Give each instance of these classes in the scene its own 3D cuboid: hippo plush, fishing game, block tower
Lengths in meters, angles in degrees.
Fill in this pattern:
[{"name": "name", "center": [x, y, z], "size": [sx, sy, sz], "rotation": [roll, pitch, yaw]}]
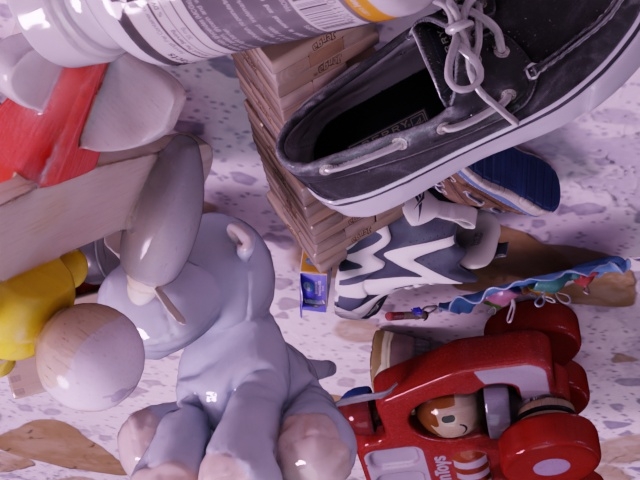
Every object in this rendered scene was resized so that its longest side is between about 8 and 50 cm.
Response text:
[{"name": "hippo plush", "center": [-0.073, 0.099, 1.794], "size": [0.294, 0.236, 0.234], "rotation": [-25, -158, -26]}, {"name": "fishing game", "center": [0.200, 0.051, 1.827], "size": [0.264, 0.041, 0.189], "rotation": [-15, 175, 16]}, {"name": "block tower", "center": [-0.002, -0.101, 1.545], "size": [0.097, 0.091, 0.335], "rotation": [-29, 154, -10]}]

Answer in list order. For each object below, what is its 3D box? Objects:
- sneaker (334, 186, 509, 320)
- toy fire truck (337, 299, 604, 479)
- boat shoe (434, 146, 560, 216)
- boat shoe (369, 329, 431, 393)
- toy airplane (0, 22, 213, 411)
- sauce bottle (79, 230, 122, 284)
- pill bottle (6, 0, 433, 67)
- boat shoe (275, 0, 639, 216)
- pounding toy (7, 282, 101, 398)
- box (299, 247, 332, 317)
[{"name": "sneaker", "center": [0.093, 0.015, 1.793], "size": [0.153, 0.094, 0.235], "rotation": [8, 149, 5]}, {"name": "toy fire truck", "center": [0.154, 0.194, 2.004], "size": [0.254, 0.169, 0.302], "rotation": [-10, 147, 7]}, {"name": "boat shoe", "center": [0.129, -0.060, 1.666], "size": [0.066, 0.066, 0.183], "rotation": [-14, 147, 37]}, {"name": "boat shoe", "center": [0.104, 0.168, 2.117], "size": [0.073, 0.080, 0.223], "rotation": [4, 150, 15]}, {"name": "toy airplane", "center": [-0.219, 0.003, 1.532], "size": [0.386, 0.272, 0.384], "rotation": [-36, 172, -15]}, {"name": "sauce bottle", "center": [-0.355, 0.015, 1.865], "size": [0.344, 0.111, 0.111], "rotation": [-5, 152, 20]}, {"name": "pill bottle", "center": [-0.066, -0.204, 1.309], "size": [0.278, 0.162, 0.162], "rotation": [-9, 150, 28]}, {"name": "boat shoe", "center": [0.105, -0.128, 1.404], "size": [0.306, 0.113, 0.105], "rotation": [-26, 151, 18]}, {"name": "pounding toy", "center": [-0.225, 0.070, 1.961], "size": [0.181, 0.094, 0.206], "rotation": [-15, -170, -3]}, {"name": "box", "center": [0.000, 0.000, 1.732], "size": [0.028, 0.136, 0.081], "rotation": [4, 154, 2]}]
